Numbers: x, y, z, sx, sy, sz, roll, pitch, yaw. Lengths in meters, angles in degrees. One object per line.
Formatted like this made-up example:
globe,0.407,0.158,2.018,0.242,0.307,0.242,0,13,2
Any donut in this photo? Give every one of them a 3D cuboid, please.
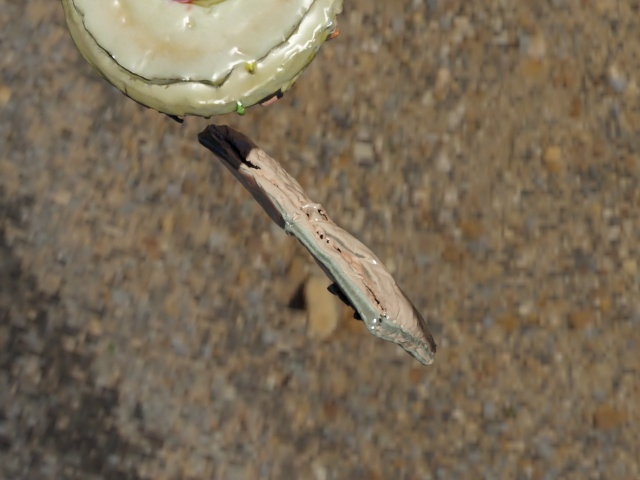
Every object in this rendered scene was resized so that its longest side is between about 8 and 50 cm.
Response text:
donut,-0.066,-0.151,1.103,0.174,0.068,0.175,-1,80,7

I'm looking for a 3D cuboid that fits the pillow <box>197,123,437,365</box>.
pillow,0.000,0.000,1.426,0.043,0.232,0.126,-44,153,1
